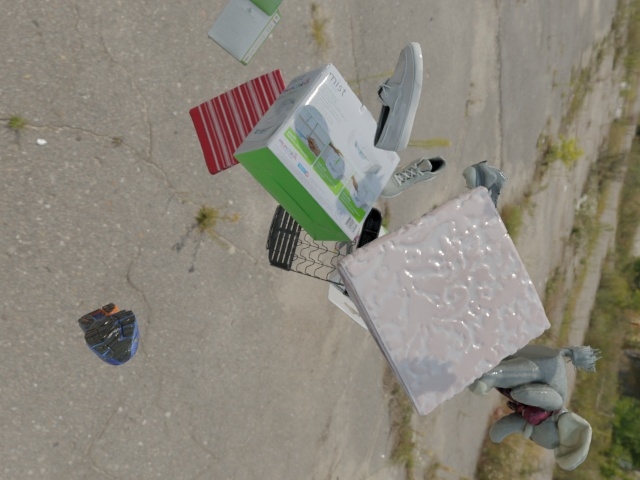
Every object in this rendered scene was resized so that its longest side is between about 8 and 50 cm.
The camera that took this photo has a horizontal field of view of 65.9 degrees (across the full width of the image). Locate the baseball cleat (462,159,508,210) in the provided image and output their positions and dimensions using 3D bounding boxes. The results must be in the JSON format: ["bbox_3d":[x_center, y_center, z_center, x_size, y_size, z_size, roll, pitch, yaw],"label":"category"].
[{"bbox_3d":[0.457,-0.113,1.314,0.205,0.110,0.072,60,25,-18],"label":"baseball cleat"}]

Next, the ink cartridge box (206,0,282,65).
[{"bbox_3d":[-0.169,-0.550,1.210,0.209,0.109,0.062,-51,178,12],"label":"ink cartridge box"}]

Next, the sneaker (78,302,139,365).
[{"bbox_3d":[-0.337,0.165,0.820,0.083,0.221,0.087,-30,108,-23],"label":"sneaker"}]

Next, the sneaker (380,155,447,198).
[{"bbox_3d":[0.294,-0.222,1.605,0.263,0.121,0.099,-25,87,-23],"label":"sneaker"}]

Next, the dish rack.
[{"bbox_3d":[0.000,0.000,1.166,0.074,0.272,0.208,13,92,-74],"label":"dish rack"}]

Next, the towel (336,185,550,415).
[{"bbox_3d":[0.237,0.103,0.921,0.332,0.053,0.316,-28,93,-16],"label":"towel"}]

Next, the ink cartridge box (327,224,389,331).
[{"bbox_3d":[0.144,0.086,1.491,0.207,0.119,0.353,41,32,-21],"label":"ink cartridge box"}]

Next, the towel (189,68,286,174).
[{"bbox_3d":[-0.199,-0.306,1.290,0.031,0.275,0.198,19,50,-77],"label":"towel"}]

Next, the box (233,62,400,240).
[{"bbox_3d":[0.006,-0.166,0.979,0.262,0.127,0.231,46,63,-31],"label":"box"}]

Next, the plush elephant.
[{"bbox_3d":[0.501,0.387,1.191,0.272,0.330,0.255,-55,141,-84],"label":"plush elephant"}]

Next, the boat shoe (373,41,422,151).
[{"bbox_3d":[0.126,-0.241,0.841,0.066,0.063,0.184,-104,-162,-51],"label":"boat shoe"}]
